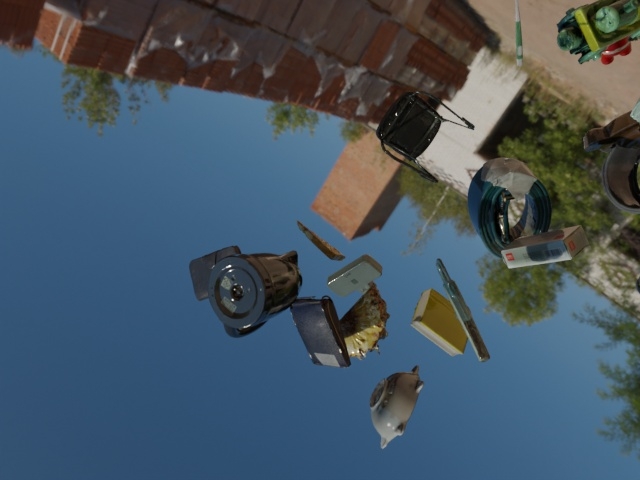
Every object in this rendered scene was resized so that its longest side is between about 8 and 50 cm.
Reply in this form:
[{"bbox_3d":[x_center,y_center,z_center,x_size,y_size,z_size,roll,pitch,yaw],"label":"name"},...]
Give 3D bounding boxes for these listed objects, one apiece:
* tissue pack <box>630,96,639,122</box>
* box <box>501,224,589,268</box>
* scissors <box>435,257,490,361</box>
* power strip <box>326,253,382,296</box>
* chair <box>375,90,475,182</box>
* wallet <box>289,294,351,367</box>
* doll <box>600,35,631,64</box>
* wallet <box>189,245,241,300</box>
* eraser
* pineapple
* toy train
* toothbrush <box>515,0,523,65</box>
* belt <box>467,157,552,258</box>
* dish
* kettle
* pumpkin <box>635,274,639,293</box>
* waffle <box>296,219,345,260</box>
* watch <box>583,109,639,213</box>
[{"bbox_3d":[0.807,-0.369,0.968,0.162,0.388,0.287,55,-177,25],"label":"tissue pack"},{"bbox_3d":[0.794,0.025,1.887,0.135,0.269,0.079,-28,-84,-33],"label":"box"},{"bbox_3d":[0.375,0.184,1.407,0.138,0.041,0.289,51,-163,-67],"label":"scissors"},{"bbox_3d":[0.177,0.184,2.444,0.193,0.265,0.059,40,-145,-24],"label":"power strip"},{"bbox_3d":[0.197,-0.238,1.127,0.145,0.140,0.221,29,-165,-19],"label":"chair"},{"bbox_3d":[0.003,0.321,1.879,0.071,0.221,0.262,-21,-86,-36],"label":"wallet"},{"bbox_3d":[0.879,-0.634,1.593,0.245,0.142,0.076,39,-149,-46],"label":"doll"},{"bbox_3d":[-0.387,0.124,1.982,0.042,0.309,0.165,-17,-91,-50],"label":"wallet"},{"bbox_3d":[0.439,0.294,1.902,0.226,0.069,0.158,38,-126,-14],"label":"eraser"},{"bbox_3d":[0.197,0.334,2.110,0.209,0.344,0.286,44,-158,10],"label":"pineapple"},{"bbox_3d":[0.761,-0.565,1.292,0.150,0.368,0.237,62,164,-2],"label":"toy train"},{"bbox_3d":[0.551,-0.594,1.472,0.257,0.018,0.024,62,-161,-48],"label":"toothbrush"},{"bbox_3d":[0.778,-0.130,2.184,0.173,0.300,0.437,-100,-9,-53],"label":"belt"},{"bbox_3d":[0.201,0.449,1.504,0.086,0.228,0.236,28,-131,-3],"label":"dish"},{"bbox_3d":[-0.197,0.183,1.754,0.228,0.321,0.324,30,-162,23],"label":"kettle"},{"bbox_3d":[0.951,0.086,1.289,0.222,0.317,0.139,54,-174,-41],"label":"pumpkin"},{"bbox_3d":[0.000,0.000,1.894,0.191,0.032,0.125,45,-167,20],"label":"waffle"},{"bbox_3d":[1.057,-0.251,1.649,0.313,0.335,0.327,-2,-111,-21],"label":"watch"}]
